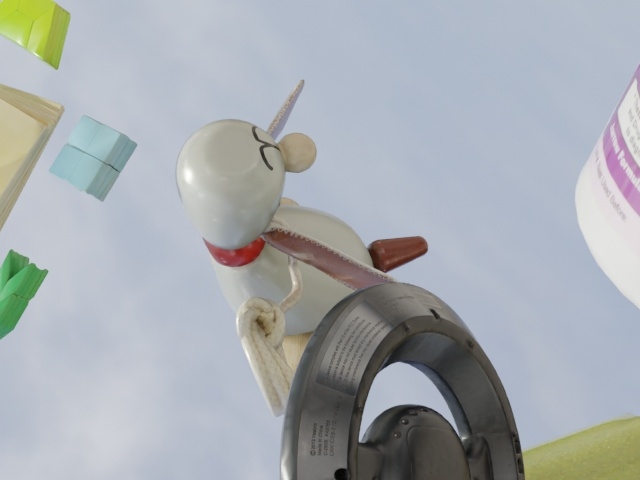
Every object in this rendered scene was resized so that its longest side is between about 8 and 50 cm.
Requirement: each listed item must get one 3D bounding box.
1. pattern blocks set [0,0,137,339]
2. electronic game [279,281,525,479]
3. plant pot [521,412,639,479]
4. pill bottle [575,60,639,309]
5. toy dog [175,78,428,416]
[{"bbox_3d":[-0.267,-0.050,1.280,0.026,0.285,0.325,35,-176,-47],"label":"pattern blocks set"},{"bbox_3d":[0.050,0.137,1.021,0.229,0.048,0.229,16,-110,-53],"label":"electronic game"},{"bbox_3d":[0.197,0.272,1.510,0.253,0.276,0.276,-25,-120,-20],"label":"plant pot"},{"bbox_3d":[0.240,-0.099,0.761,0.169,0.302,0.169,16,-145,-11],"label":"pill bottle"},{"bbox_3d":[0.000,0.000,1.312,0.333,0.161,0.220,146,101,-87],"label":"toy dog"}]
